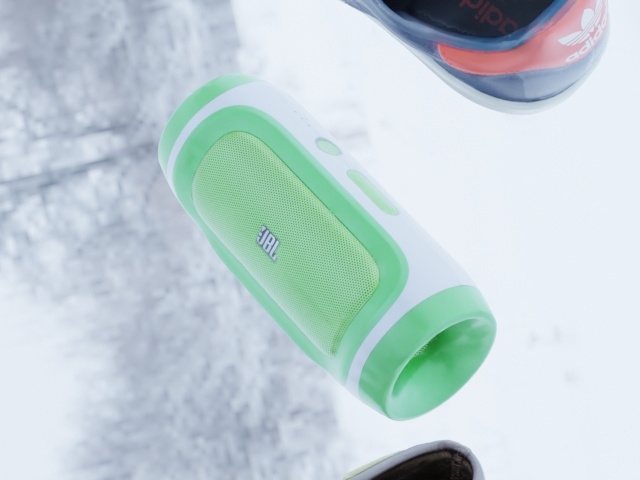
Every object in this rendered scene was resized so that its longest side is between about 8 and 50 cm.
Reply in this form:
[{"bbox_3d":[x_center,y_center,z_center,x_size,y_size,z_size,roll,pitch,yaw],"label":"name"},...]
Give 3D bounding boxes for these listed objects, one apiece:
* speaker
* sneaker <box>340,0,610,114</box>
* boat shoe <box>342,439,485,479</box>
[{"bbox_3d":[0.000,0.000,1.461,0.296,0.131,0.131,46,160,30],"label":"speaker"},{"bbox_3d":[0.004,-0.199,1.001,0.131,0.350,0.148,-60,-5,-7],"label":"sneaker"},{"bbox_3d":[-0.006,0.208,1.110,0.116,0.324,0.097,26,118,30],"label":"boat shoe"}]
